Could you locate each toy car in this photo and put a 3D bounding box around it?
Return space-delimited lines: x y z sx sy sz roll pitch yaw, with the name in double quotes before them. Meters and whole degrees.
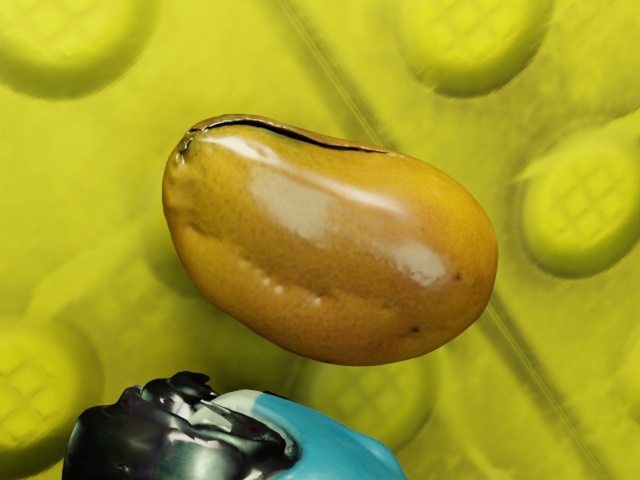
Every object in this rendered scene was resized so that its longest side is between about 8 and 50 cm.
"toy car" -0.019 0.164 0.619 0.190 0.255 0.188 16 90 7

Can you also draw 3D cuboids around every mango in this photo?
"mango" 0.001 -0.001 0.671 0.159 0.084 0.105 26 114 -11
